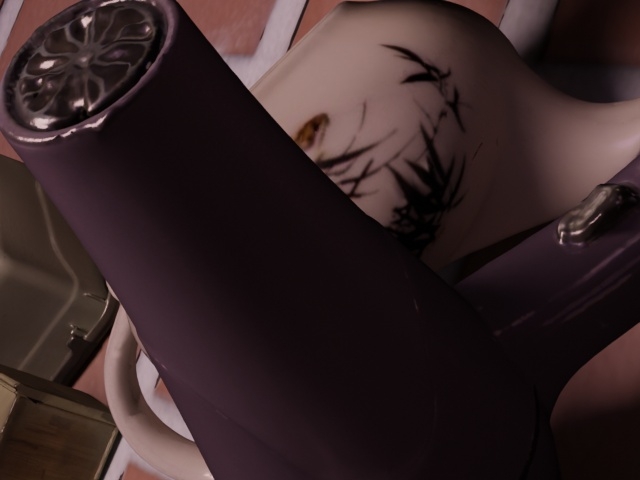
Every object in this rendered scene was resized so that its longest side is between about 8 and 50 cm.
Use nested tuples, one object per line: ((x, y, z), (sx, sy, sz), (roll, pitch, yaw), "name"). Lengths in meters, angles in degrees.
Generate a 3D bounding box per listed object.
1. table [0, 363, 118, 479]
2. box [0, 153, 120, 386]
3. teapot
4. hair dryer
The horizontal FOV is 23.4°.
((-0.173, 0.125, 0.906), (0.062, 0.079, 0.083), (18, 85, 55), "table")
((-0.210, 0.021, 1.011), (0.124, 0.093, 0.172), (-52, 36, 18), "box")
((0.000, 0.000, 0.701), (0.299, 0.166, 0.208), (-52, 13, 31), "teapot")
((0.093, -0.035, 0.536), (0.361, 0.301, 0.121), (-39, 41, -6), "hair dryer")
